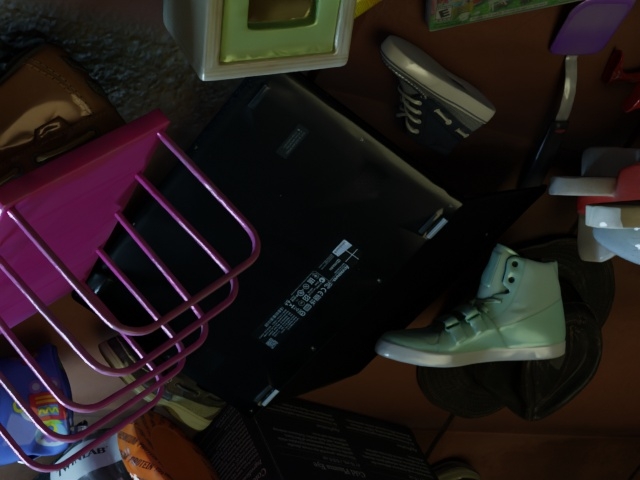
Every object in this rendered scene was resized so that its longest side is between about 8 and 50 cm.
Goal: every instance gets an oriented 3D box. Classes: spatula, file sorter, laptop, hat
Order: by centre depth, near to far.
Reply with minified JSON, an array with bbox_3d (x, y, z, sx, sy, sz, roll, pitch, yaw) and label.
[{"bbox_3d":[-0.213,0.061,1.125,0.202,0.182,0.290,-35,168,-43],"label":"file sorter"},{"bbox_3d":[0.000,0.000,1.387,0.408,0.236,0.382,36,116,-14],"label":"laptop"},{"bbox_3d":[0.296,-0.170,1.433,0.084,0.030,0.296,-4,129,-25],"label":"spatula"},{"bbox_3d":[0.306,0.160,1.648,0.331,0.134,0.331,-16,133,-18],"label":"hat"}]

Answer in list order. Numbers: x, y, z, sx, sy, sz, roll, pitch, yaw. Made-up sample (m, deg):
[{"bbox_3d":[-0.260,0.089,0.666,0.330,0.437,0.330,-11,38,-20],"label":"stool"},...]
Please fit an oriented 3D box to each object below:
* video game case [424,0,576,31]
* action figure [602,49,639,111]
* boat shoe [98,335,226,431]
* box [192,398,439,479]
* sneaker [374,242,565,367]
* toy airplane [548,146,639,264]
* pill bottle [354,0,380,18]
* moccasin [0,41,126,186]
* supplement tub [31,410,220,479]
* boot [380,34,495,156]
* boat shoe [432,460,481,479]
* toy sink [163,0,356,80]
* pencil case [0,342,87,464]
[{"bbox_3d":[0.216,-0.300,1.212,0.213,0.023,0.193,-12,154,-5],"label":"video game case"},{"bbox_3d":[0.504,-0.225,1.454,0.280,0.091,0.139,-2,140,-27],"label":"action figure"},{"bbox_3d":[-0.182,0.160,1.422,0.073,0.080,0.223,-42,140,1],"label":"boat shoe"},{"bbox_3d":[0.020,0.388,1.557,0.343,0.312,0.179,21,115,-39],"label":"box"},{"bbox_3d":[0.188,0.079,1.499,0.256,0.094,0.151,-4,96,-16],"label":"sneaker"},{"bbox_3d":[0.471,-0.028,1.405,0.386,0.272,0.384,-14,172,-4],"label":"toy airplane"},{"bbox_3d":[0.038,-0.256,1.208,0.083,0.043,0.043,-33,135,1],"label":"pill bottle"},{"bbox_3d":[-0.351,-0.021,1.117,0.380,0.139,0.147,-39,95,-3],"label":"moccasin"},{"bbox_3d":[-0.292,0.376,1.449,0.338,0.207,0.207,-42,135,8],"label":"supplement tub"},{"bbox_3d":[0.114,-0.155,1.319,0.190,0.069,0.086,26,117,-42],"label":"boot"},{"bbox_3d":[0.116,0.489,1.823,0.355,0.130,0.132,-40,135,7],"label":"boat shoe"},{"bbox_3d":[-0.050,-0.280,1.077,0.153,0.131,0.234,-9,130,-23],"label":"toy sink"},{"bbox_3d":[-0.419,0.208,1.295,0.306,0.119,0.133,-13,109,-18],"label":"pencil case"}]
